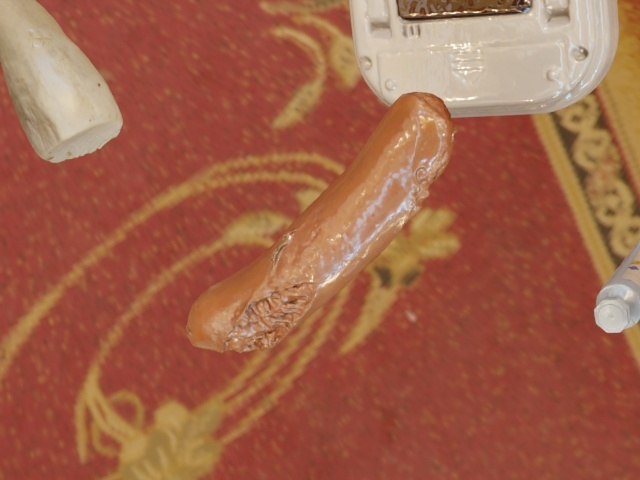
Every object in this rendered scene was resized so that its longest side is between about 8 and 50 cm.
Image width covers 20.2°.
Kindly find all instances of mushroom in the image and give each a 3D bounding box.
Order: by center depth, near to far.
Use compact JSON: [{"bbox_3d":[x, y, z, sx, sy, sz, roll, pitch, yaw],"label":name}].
[{"bbox_3d":[-0.269,-0.172,1.653,0.081,0.223,0.092,-27,157,-28],"label":"mushroom"}]

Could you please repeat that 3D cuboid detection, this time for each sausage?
[{"bbox_3d":[0.001,0.001,1.513,0.079,0.087,0.326,10,133,-48],"label":"sausage"}]

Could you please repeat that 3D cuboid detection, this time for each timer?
[{"bbox_3d":[0.145,-0.235,1.700,0.262,0.087,0.237,-1,103,26],"label":"timer"}]

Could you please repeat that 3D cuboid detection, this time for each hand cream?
[{"bbox_3d":[0.283,0.041,1.617,0.043,0.170,0.065,-13,101,27],"label":"hand cream"}]
